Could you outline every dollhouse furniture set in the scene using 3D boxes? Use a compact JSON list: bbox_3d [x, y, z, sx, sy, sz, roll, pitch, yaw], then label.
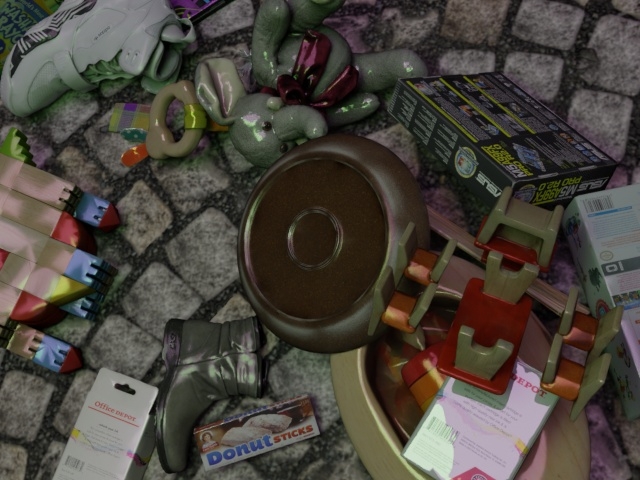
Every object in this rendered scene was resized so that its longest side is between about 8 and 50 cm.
[{"bbox_3d":[0.215,0.072,1.007,0.262,0.135,0.259,22,51,11],"label":"dollhouse furniture set"}]

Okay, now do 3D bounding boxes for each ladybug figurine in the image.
[{"bbox_3d":[0.190,0.225,1.150,0.305,0.162,0.449,-28,68,3],"label":"ladybug figurine"}]

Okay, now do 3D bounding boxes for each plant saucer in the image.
[{"bbox_3d":[0.000,0.000,1.146,0.310,0.050,0.311,-5,81,29],"label":"plant saucer"}]

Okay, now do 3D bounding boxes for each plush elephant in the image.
[{"bbox_3d":[-0.044,-0.222,1.300,0.330,0.272,0.255,-8,54,40],"label":"plush elephant"}]

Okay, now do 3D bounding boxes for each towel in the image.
[{"bbox_3d":[-0.337,-0.217,1.491,0.083,0.009,0.060,8,75,16],"label":"towel"}]

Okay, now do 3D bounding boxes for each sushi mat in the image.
[{"bbox_3d":[0.247,0.025,1.210,0.316,0.151,0.019,35,104,20],"label":"sushi mat"}]

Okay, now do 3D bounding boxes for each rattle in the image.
[{"bbox_3d":[-0.241,-0.193,1.451,0.199,0.143,0.130,-39,85,39],"label":"rattle"}]

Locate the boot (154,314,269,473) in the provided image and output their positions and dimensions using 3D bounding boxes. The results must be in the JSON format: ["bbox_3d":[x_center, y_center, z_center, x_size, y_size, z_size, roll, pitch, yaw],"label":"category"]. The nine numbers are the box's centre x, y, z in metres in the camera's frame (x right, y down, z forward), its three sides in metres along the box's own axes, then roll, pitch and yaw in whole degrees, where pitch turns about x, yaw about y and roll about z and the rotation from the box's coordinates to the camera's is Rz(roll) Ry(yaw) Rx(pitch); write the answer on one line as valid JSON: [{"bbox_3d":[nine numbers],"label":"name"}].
[{"bbox_3d":[-0.163,0.233,1.274,0.161,0.083,0.247,1,75,5],"label":"boot"}]

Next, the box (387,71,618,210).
[{"bbox_3d":[0.261,-0.152,1.213,0.216,0.060,0.270,-12,45,-32],"label":"box"}]

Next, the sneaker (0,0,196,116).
[{"bbox_3d":[-0.389,-0.313,1.460,0.366,0.137,0.210,-43,72,4],"label":"sneaker"}]

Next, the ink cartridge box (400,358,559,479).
[{"bbox_3d":[0.200,0.226,1.020,0.127,0.072,0.175,30,82,20],"label":"ink cartridge box"}]

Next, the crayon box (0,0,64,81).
[{"bbox_3d":[-0.508,-0.439,1.497,0.323,0.203,0.083,-34,69,0],"label":"crayon box"}]

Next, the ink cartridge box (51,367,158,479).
[{"bbox_3d":[-0.321,0.309,1.288,0.115,0.067,0.198,17,78,17],"label":"ink cartridge box"}]

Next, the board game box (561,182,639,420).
[{"bbox_3d":[0.488,0.070,1.144,0.224,0.097,0.303,-11,69,-6],"label":"board game box"}]

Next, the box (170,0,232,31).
[{"bbox_3d":[-0.236,-0.462,1.537,0.162,0.029,0.116,-32,69,0],"label":"box"}]

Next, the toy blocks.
[{"bbox_3d":[-0.462,0.042,1.366,0.261,0.191,0.381,22,79,6],"label":"toy blocks"}]

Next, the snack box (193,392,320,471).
[{"bbox_3d":[-0.094,0.285,1.238,0.178,0.022,0.064,-17,99,-5],"label":"snack box"}]
